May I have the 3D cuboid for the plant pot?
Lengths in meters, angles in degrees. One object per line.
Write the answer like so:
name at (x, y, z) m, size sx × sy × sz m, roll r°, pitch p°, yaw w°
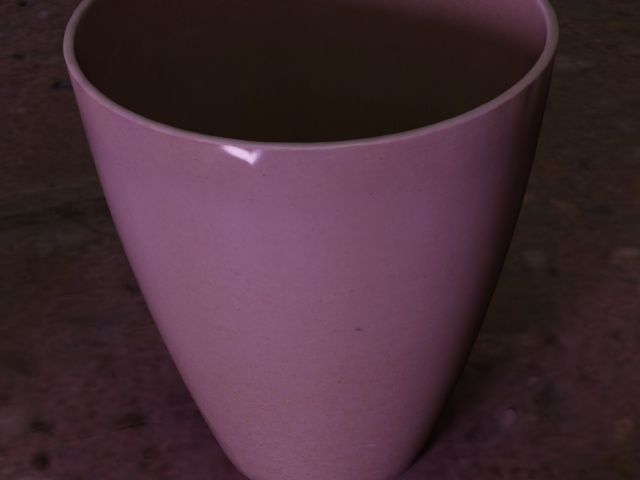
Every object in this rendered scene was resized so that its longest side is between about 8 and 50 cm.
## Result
plant pot at (0.000, 0.000, 0.960) m, size 0.256 × 0.274 × 0.256 m, roll -2°, pitch 34°, yaw 1°
